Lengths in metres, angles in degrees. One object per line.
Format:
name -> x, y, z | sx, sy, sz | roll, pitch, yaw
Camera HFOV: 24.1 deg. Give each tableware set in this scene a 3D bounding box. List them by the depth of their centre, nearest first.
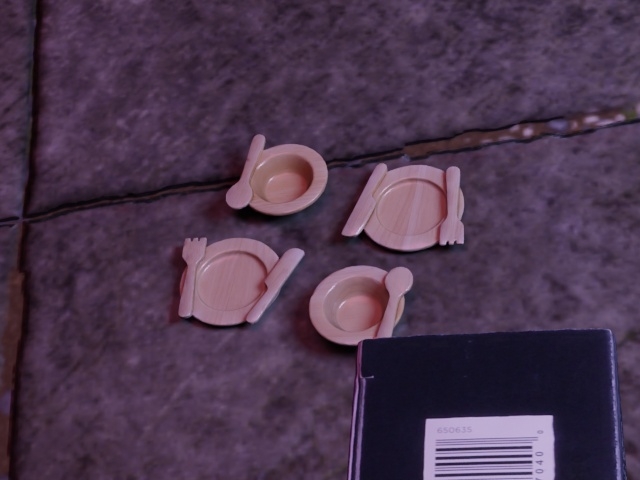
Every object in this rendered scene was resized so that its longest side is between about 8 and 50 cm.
tableware set -> 0.000, 0.000, 0.897 | 0.169, 0.020, 0.141 | 10, 57, 19

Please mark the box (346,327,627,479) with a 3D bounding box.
box -> 0.080, 0.155, 0.643 | 0.108, 0.207, 0.153 | -3, 52, 11
